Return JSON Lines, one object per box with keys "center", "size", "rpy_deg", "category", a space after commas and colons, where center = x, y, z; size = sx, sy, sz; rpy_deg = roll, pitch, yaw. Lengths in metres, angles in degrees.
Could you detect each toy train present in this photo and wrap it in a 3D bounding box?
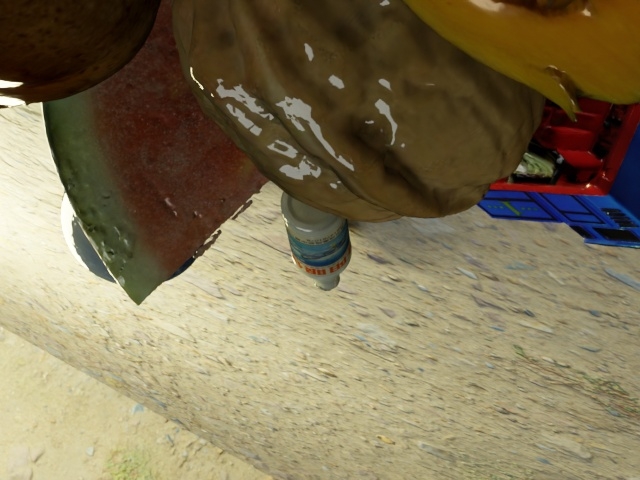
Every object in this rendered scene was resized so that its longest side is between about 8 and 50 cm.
{"center": [0.150, -0.058, 1.332], "size": [0.131, 0.082, 0.204], "rpy_deg": [35, 162, -35], "category": "toy train"}

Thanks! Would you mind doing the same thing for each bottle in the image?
{"center": [0.000, 0.000, 1.792], "size": [0.060, 0.060, 0.217], "rpy_deg": [23, 165, 11], "category": "bottle"}

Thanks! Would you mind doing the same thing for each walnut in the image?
{"center": [0.026, -0.112, 1.169], "size": [0.245, 0.198, 0.198], "rpy_deg": [45, 157, -25], "category": "walnut"}

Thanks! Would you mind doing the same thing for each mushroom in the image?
{"center": [-0.216, -0.175, 1.166], "size": [0.267, 0.254, 0.267], "rpy_deg": [22, -179, 0], "category": "mushroom"}

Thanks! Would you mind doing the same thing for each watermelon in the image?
{"center": [-0.095, -0.120, 1.362], "size": [0.193, 0.232, 0.310], "rpy_deg": [0, 105, 61], "category": "watermelon"}

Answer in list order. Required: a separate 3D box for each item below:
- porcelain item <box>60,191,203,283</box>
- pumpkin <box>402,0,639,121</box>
{"center": [-0.169, -0.044, 1.791], "size": [0.141, 0.141, 0.259], "rpy_deg": [25, 157, 3], "category": "porcelain item"}
{"center": [0.156, -0.166, 0.897], "size": [0.222, 0.139, 0.317], "rpy_deg": [33, 160, -11], "category": "pumpkin"}
